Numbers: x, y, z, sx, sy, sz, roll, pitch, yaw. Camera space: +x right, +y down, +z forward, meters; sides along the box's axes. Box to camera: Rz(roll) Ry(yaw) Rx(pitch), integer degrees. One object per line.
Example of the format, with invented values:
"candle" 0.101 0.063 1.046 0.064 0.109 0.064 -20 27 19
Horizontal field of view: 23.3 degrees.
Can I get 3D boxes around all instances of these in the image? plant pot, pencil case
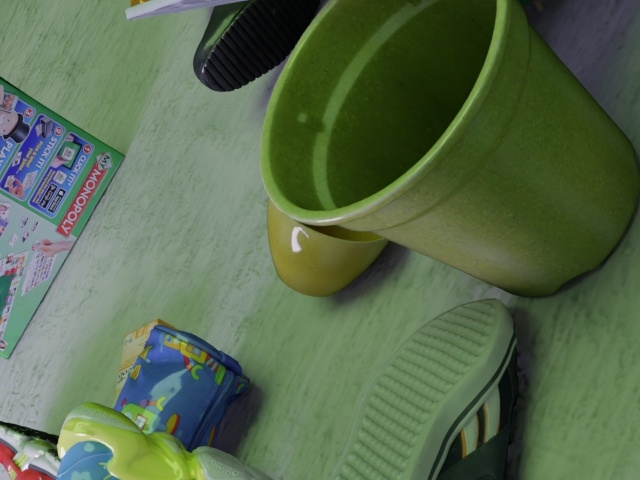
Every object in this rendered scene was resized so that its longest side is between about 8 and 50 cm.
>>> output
"plant pot" 0.000 0.000 1.576 0.134 0.134 0.095 -112 36 -51
"plant pot" 0.132 -0.082 1.347 0.276 0.254 0.276 -31 43 33
"pencil case" -0.176 0.241 1.590 0.133 0.119 0.306 11 71 41

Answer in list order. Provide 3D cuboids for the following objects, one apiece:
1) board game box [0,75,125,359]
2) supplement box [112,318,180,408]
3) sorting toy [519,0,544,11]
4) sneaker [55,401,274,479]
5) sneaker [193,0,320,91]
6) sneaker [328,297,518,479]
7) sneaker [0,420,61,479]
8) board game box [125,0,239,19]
"board game box" -0.423 -0.029 2.039 0.046 0.213 0.317 20 79 55
"supplement box" -0.198 0.146 1.770 0.062 0.036 0.098 -27 44 38
"sorting toy" 0.172 -0.245 1.591 0.274 0.046 0.132 -36 24 -1
"sneaker" -0.149 0.252 1.494 0.091 0.240 0.126 32 -99 -81
"sneaker" -0.072 -0.330 1.893 0.146 0.122 0.330 28 77 29
"sneaker" 0.097 0.185 1.306 0.126 0.127 0.321 -15 27 38
"sneaker" -0.328 0.281 1.770 0.279 0.107 0.118 15 84 57
"board game box" 0.066 -0.296 1.483 0.390 0.390 0.050 -8 98 50
